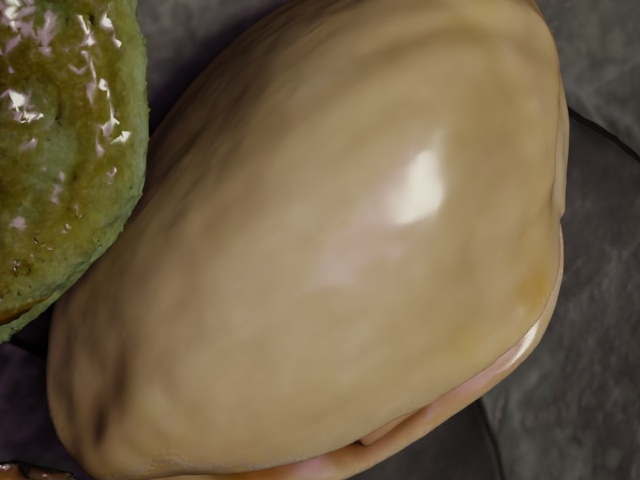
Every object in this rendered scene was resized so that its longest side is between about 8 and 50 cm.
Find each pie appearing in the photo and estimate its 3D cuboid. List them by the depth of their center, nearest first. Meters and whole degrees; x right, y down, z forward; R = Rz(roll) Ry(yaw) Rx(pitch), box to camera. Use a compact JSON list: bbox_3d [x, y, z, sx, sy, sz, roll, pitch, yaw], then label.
[{"bbox_3d":[-0.232,-0.065,0.788,0.323,0.070,0.323,-1,101,-5],"label":"pie"}]

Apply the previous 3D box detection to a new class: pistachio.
[{"bbox_3d":[0.000,0.000,0.866,0.318,0.193,0.214,-42,73,-8],"label":"pistachio"}]

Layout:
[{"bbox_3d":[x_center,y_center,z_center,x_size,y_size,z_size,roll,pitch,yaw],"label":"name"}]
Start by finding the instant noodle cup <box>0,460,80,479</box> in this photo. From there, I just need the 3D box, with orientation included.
[{"bbox_3d":[-0.162,0.247,0.861,0.274,0.091,0.274,-1,94,-22],"label":"instant noodle cup"}]
